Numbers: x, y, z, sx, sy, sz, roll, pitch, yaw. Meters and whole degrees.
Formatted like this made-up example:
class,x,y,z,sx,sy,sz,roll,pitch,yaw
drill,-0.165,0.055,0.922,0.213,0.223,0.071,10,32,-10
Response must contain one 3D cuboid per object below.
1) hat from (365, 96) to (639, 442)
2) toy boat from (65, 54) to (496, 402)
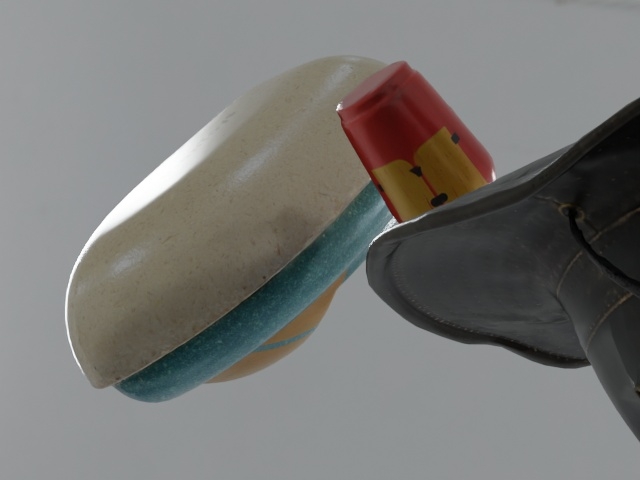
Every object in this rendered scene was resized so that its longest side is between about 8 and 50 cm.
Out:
class,x,y,z,sx,sy,sz,roll,pitch,yaw
hat,0.179,0.043,0.587,0.331,0.134,0.331,-7,-16,-2
toy boat,0.000,0.000,0.984,0.148,0.267,0.318,53,-29,-14
